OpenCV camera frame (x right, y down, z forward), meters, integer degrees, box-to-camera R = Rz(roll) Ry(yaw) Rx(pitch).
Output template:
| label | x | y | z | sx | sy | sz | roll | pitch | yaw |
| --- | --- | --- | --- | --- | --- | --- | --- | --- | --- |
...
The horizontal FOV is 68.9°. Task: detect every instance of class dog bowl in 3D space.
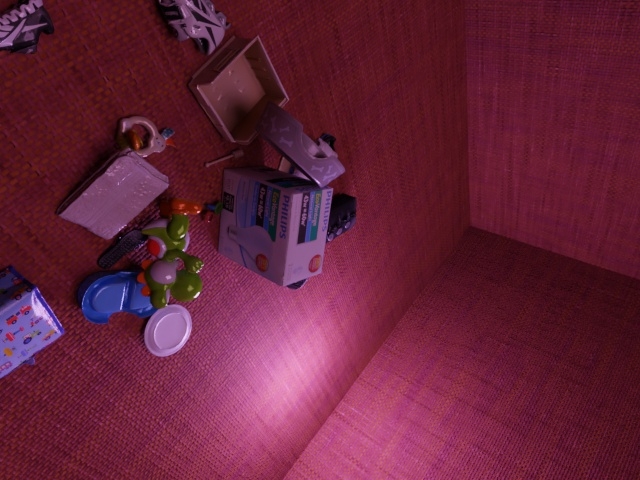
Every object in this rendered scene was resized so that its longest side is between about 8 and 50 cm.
| label | x | y | z | sx | sy | sz | roll | pitch | yaw |
| --- | --- | --- | --- | --- | --- | --- | --- | --- | --- |
| dog bowl | -0.648 | 0.173 | 1.533 | 0.297 | 0.074 | 0.165 | -1 | 109 | -52 |
| dog bowl | -0.077 | -0.316 | 1.593 | 0.102 | 0.349 | 0.349 | -48 | 144 | 3 |

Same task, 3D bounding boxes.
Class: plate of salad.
| label | x | y | z | sx | sy | sz | roll | pitch | yaw |
| --- | --- | --- | --- | --- | --- | --- | --- | --- | --- |
| plate of salad | -0.573 | 0.334 | 1.745 | 0.200 | 0.048 | 0.199 | -15 | 110 | -49 |

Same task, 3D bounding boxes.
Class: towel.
| label | x | y | z | sx | sy | sz | roll | pitch | yaw |
| --- | --- | --- | --- | --- | --- | --- | --- | --- | --- |
| towel | -0.600 | -0.130 | 1.374 | 0.282 | 0.049 | 0.187 | -43 | 143 | 3 |

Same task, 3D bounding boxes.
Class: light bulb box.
| label | x | y | z | sx | sy | sz | roll | pitch | yaw |
| --- | --- | --- | --- | --- | --- | --- | --- | --- | --- |
| light bulb box | -0.178 | -0.068 | 1.765 | 0.225 | 0.361 | 0.357 | -16 | 121 | -48 |

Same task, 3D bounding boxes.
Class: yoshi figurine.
| label | x | y | z | sx | sy | sz | roll | pitch | yaw |
| --- | --- | --- | --- | --- | --- | --- | --- | --- | --- |
| yoshi figurine | -0.461 | 0.050 | 1.542 | 0.203 | 0.203 | 0.361 | 41 | 56 | -77 |

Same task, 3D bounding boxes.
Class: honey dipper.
| label | x | y | z | sx | sy | sz | roll | pitch | yaw |
| --- | --- | --- | --- | --- | --- | --- | --- | --- | --- |
| honey dipper | -0.353 | -0.299 | 1.697 | 0.161 | 0.031 | 0.030 | -29 | 130 | -37 |

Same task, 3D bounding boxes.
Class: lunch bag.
| label | x | y | z | sx | sy | sz | roll | pitch | yaw |
| --- | --- | --- | --- | --- | --- | --- | --- | --- | --- |
| lunch bag | -0.853 | 0.257 | 1.283 | 0.221 | 0.138 | 0.293 | -43 | 148 | -34 |

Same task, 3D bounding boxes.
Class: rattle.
| label | x | y | z | sx | sy | sz | roll | pitch | yaw |
| --- | --- | --- | --- | --- | --- | --- | --- | --- | --- |
| rattle | -0.497 | -0.311 | 1.410 | 0.200 | 0.143 | 0.130 | 6 | 80 | -45 |

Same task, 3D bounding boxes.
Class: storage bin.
| label | x | y | z | sx | sy | sz | roll | pitch | yaw |
| --- | --- | --- | --- | --- | --- | --- | --- | --- | --- |
| storage bin | -0.275 | -0.510 | 1.597 | 0.260 | 0.123 | 0.262 | -54 | 143 | -19 |

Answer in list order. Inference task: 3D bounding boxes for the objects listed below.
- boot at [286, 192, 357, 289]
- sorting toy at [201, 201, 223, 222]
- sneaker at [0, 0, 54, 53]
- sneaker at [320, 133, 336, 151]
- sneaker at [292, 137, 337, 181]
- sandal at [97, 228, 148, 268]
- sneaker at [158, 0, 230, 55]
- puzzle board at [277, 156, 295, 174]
| label | x | y | z | sx | sy | sz | roll | pitch | yaw |
| --- | --- | --- | --- | --- | --- | --- | --- | --- | --- |
| boot | 0.001 | -0.001 | 2.246 | 0.445 | 0.146 | 0.366 | -41 | 157 | -50 |
| sorting toy | -0.407 | -0.112 | 1.726 | 0.102 | 0.042 | 0.061 | -56 | 161 | -36 |
| sneaker | -0.718 | -0.469 | 1.079 | 0.234 | 0.078 | 0.106 | -50 | 139 | -26 |
| sneaker | 0.024 | -0.383 | 2.097 | 0.067 | 0.078 | 0.188 | -2 | 111 | -52 |
| sneaker | -0.071 | -0.313 | 1.999 | 0.305 | 0.114 | 0.152 | -46 | 112 | -16 |
| sandal | -0.639 | 0.018 | 1.498 | 0.179 | 0.040 | 0.067 | -40 | 133 | -11 |
| sneaker | -0.401 | -0.664 | 1.346 | 0.331 | 0.123 | 0.146 | 30 | 82 | -54 |
| puzzle board | -0.137 | -0.328 | 1.977 | 0.096 | 0.011 | 0.128 | 11 | 100 | -56 |
